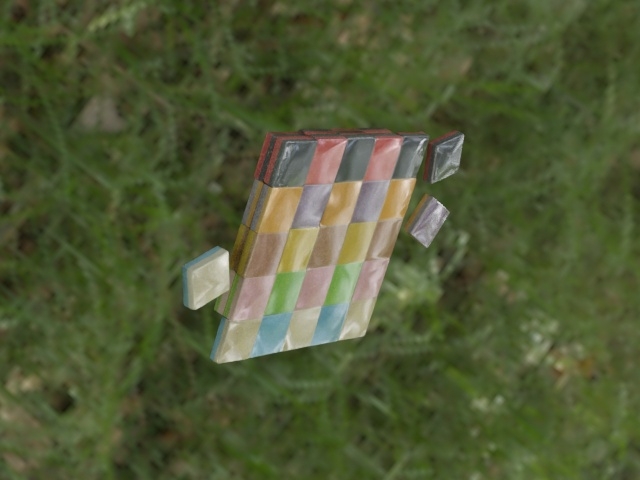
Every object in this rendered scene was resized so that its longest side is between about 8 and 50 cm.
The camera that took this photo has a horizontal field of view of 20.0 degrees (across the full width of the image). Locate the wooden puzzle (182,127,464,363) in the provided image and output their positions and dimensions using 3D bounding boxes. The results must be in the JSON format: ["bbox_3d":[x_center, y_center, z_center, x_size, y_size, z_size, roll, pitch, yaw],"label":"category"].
[{"bbox_3d":[0.000,0.000,0.381,0.083,0.006,0.049,-6,119,-51],"label":"wooden puzzle"}]
